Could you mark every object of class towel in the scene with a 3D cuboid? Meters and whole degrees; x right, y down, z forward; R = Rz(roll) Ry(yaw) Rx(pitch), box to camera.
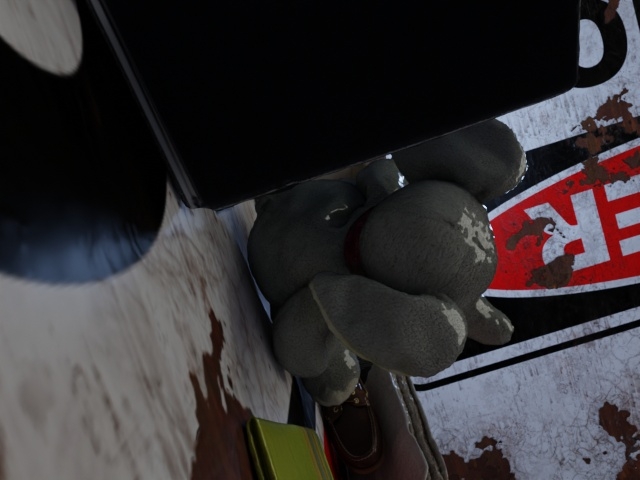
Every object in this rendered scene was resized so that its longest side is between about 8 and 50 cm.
[{"bbox_3d":[-0.015,0.198,0.467,0.237,0.021,0.102,66,2,-68],"label":"towel"},{"bbox_3d":[0.092,0.306,0.827,0.282,0.049,0.187,-106,-144,-62],"label":"towel"}]

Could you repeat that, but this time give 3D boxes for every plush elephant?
[{"bbox_3d":[0.070,0.020,0.550,0.255,0.271,0.330,17,-24,43],"label":"plush elephant"}]

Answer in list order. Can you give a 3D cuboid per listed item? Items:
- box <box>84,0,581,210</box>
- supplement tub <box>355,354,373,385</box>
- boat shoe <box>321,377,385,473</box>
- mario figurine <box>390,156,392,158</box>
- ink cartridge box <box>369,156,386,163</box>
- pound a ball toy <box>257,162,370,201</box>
[{"bbox_3d":[-0.053,-0.369,0.427,0.471,0.298,0.479,-108,180,-50],"label":"box"},{"bbox_3d":[0.087,0.276,1.198,0.117,0.117,0.190,71,4,-49],"label":"supplement tub"},{"bbox_3d":[0.034,0.232,0.824,0.207,0.073,0.073,-118,-173,-59],"label":"boat shoe"},{"bbox_3d":[0.168,-0.096,1.003,0.170,0.198,0.320,50,-21,9],"label":"mario figurine"},{"bbox_3d":[-0.021,-0.250,1.154,0.131,0.226,0.306,80,-6,-62],"label":"ink cartridge box"},{"bbox_3d":[0.000,0.000,0.959,0.136,0.208,0.319,46,-29,42],"label":"pound a ball toy"}]
